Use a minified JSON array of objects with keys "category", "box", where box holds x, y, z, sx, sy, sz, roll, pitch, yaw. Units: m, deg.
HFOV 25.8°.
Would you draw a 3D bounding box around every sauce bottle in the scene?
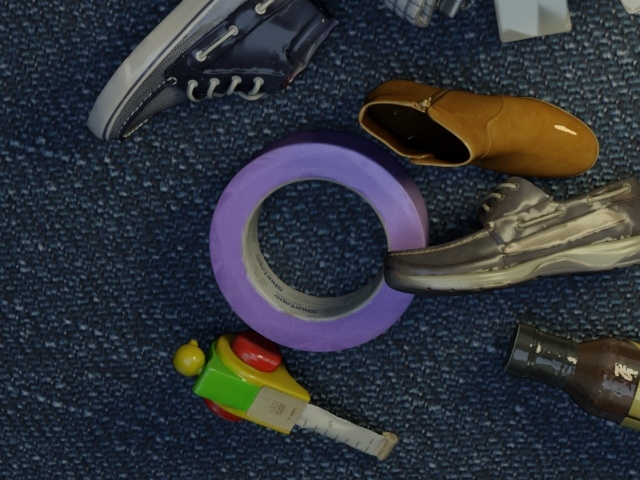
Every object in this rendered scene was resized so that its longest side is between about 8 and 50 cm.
[{"category":"sauce bottle","box":[0.406,0.186,1.773,0.344,0.111,0.111,18,108,2]}]

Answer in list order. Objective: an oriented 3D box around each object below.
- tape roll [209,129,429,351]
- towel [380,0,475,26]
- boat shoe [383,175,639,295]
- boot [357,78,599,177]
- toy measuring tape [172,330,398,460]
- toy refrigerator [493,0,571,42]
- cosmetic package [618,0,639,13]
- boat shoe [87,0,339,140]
[{"category":"tape roll","box":[0.000,0.000,1.791,0.275,0.090,0.274,2,105,8]},{"category":"towel","box":[0.108,-0.413,1.570,0.235,0.121,0.283,38,129,24]},{"category":"boat shoe","box":[0.242,-0.009,1.717,0.355,0.132,0.130,-8,85,-14]},{"category":"boot","box":[0.191,-0.117,1.665,0.295,0.211,0.104,17,108,3]},{"category":"toy measuring tape","box":[-0.050,0.201,1.868,0.330,0.121,0.121,23,109,-22]},{"category":"toy refrigerator","box":[0.236,-0.378,1.642,0.094,0.102,0.269,-9,104,11]},{"category":"cosmetic package","box":[0.341,-0.354,1.525,0.113,0.309,0.160,-25,102,15]},{"category":"boat shoe","box":[-0.130,-0.212,1.726,0.158,0.127,0.340,45,106,2]}]
